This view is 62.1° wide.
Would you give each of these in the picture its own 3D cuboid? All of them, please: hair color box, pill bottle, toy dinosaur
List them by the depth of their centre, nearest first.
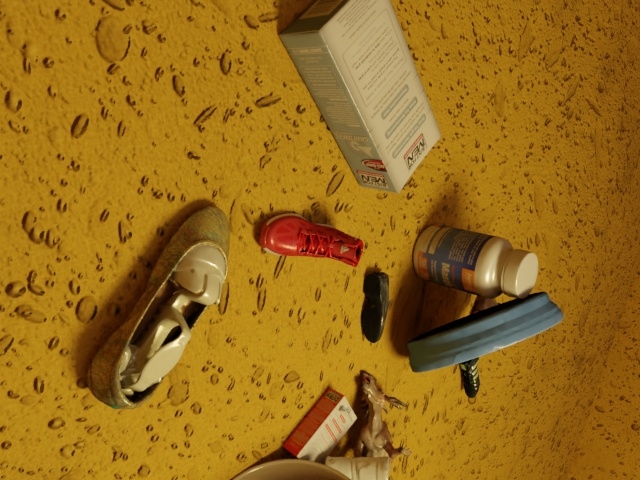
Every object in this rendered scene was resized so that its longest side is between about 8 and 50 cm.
[{"bbox_3d":[0.094,-0.292,1.037,0.185,0.113,0.374,-52,131,-21],"label":"hair color box"},{"bbox_3d":[0.002,0.428,1.194,0.167,0.053,0.093,-44,129,-26],"label":"hair color box"},{"bbox_3d":[0.138,0.487,1.300,0.200,0.127,0.296,-78,177,-63],"label":"toy dinosaur"},{"bbox_3d":[0.379,0.056,1.307,0.152,0.272,0.152,-14,111,-42],"label":"pill bottle"}]

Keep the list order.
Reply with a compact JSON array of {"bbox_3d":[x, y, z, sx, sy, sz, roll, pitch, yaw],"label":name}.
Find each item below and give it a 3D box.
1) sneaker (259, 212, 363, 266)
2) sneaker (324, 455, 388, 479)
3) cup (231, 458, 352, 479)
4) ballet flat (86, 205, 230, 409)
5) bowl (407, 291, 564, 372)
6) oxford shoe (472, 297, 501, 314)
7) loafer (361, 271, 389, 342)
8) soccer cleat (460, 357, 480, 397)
[{"bbox_3d":[0.000,0.000,1.013,0.221,0.128,0.087,-1,101,-46],"label":"sneaker"},{"bbox_3d":[0.067,0.603,1.201,0.108,0.169,0.293,-70,161,-69],"label":"sneaker"},{"bbox_3d":[-0.059,0.633,1.018,0.331,0.331,0.237,-21,125,-40],"label":"cup"},{"bbox_3d":[-0.223,0.104,0.829,0.349,0.123,0.123,-58,134,-16],"label":"ballet flat"},{"bbox_3d":[0.398,0.224,1.327,0.391,0.391,0.077,-12,76,-43],"label":"bowl"},{"bbox_3d":[0.576,0.255,1.695,0.271,0.096,0.098,38,69,-44],"label":"oxford shoe"},{"bbox_3d":[0.138,0.157,1.249,0.061,0.062,0.170,-9,109,-48],"label":"loafer"},{"bbox_3d":[0.461,0.403,1.652,0.072,0.060,0.179,1,95,-36],"label":"soccer cleat"}]
